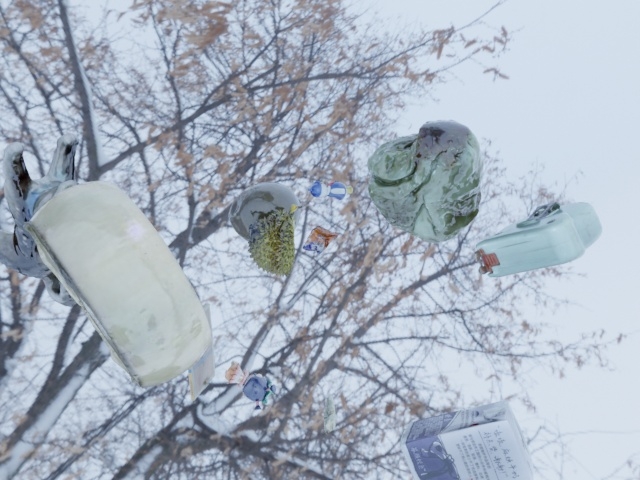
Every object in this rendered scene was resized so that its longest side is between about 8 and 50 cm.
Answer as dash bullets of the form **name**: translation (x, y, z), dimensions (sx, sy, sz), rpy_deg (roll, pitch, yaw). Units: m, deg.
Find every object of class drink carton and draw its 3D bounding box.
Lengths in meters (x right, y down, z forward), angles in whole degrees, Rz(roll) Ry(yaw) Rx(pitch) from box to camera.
- **drink carton**: translation (0.287, 0.415, 1.050), dimensions (0.222, 0.102, 0.134), rpy_deg (-22, -91, 22)

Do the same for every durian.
- **durian**: translation (-0.138, -0.009, 1.547), dimensions (0.137, 0.193, 0.237), rpy_deg (12, -62, -14)

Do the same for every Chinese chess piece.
- **Chinese chess piece**: translation (-0.314, 0.072, 0.843), dimensions (0.338, 0.140, 0.338), rpy_deg (39, -29, 27)

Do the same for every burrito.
- **burrito**: translation (0.032, 0.629, 1.937), dimensions (0.045, 0.185, 0.041), rpy_deg (-16, -76, 4)

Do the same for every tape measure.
- **tape measure**: translation (0.547, -0.010, 1.340), dimensions (0.243, 0.246, 0.125), rpy_deg (-19, -82, 54)

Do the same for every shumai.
- **shumai**: translation (0.288, -0.160, 1.333), dimensions (0.309, 0.263, 0.304), rpy_deg (-16, -100, -8)

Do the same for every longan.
- **longan**: translation (-0.179, -0.089, 1.739), dimensions (0.246, 0.246, 0.215), rpy_deg (-40, -106, 37)

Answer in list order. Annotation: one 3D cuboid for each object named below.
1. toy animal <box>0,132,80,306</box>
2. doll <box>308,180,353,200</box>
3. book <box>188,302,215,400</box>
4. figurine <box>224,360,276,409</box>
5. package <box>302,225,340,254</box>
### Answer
- **toy animal**: translation (-0.566, -0.023, 1.149), dimensions (0.344, 0.194, 0.303), rpy_deg (-29, -85, 41)
- **doll**: translation (0.026, -0.145, 1.546), dimensions (0.098, 0.142, 0.058), rpy_deg (12, -78, 57)
- **book**: translation (-0.359, 0.329, 1.599), dimensions (0.018, 0.170, 0.242), rpy_deg (0, -78, 10)
- **figurine**: translation (-0.261, 0.523, 1.934), dimensions (0.195, 0.102, 0.111), rpy_deg (29, -87, -1)
- **package**: translation (-0.001, -0.001, 1.490), dimensions (0.077, 0.033, 0.111), rpy_deg (27, -51, -12)
